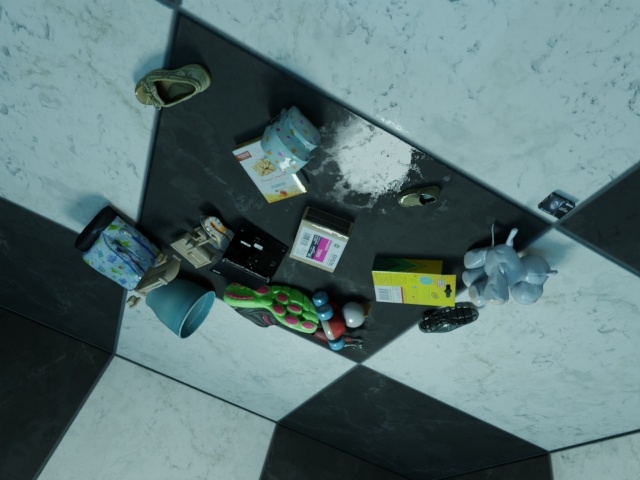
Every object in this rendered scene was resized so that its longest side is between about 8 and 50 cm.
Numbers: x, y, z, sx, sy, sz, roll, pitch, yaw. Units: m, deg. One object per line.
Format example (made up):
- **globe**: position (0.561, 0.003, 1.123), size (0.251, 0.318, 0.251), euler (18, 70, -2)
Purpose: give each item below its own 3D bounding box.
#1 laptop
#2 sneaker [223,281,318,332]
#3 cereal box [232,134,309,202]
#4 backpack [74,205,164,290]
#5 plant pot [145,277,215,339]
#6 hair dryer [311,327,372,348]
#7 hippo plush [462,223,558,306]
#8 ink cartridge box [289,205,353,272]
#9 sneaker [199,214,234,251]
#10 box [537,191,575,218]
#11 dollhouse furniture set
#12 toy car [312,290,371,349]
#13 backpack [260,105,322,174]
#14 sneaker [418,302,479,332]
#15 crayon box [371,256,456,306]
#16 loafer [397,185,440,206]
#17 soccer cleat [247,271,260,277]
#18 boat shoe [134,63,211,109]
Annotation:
- **laptop**: position (-0.308, 0.080, 1.823), size (0.234, 0.136, 0.264), euler (27, 94, -22)
- **sneaker**: position (-0.223, 0.321, 2.024), size (0.482, 0.185, 0.202), euler (17, 147, 20)
- **cereal box**: position (-0.170, -0.250, 1.486), size (0.173, 0.047, 0.240), euler (-13, 129, 30)
- **backpack**: position (-0.900, 0.060, 1.945), size (0.290, 0.273, 0.355), euler (-29, 132, 32)
- **plant pot**: position (-0.708, 0.305, 2.117), size (0.255, 0.272, 0.272), euler (30, 139, 10)
- **hair dryer**: position (0.095, 0.469, 2.101), size (0.293, 0.080, 0.224), euler (8, 155, -6)
- **hippo plush**: position (0.661, 0.103, 1.496), size (0.236, 0.234, 0.294), euler (10, 97, -16)
- **ink cartridge box**: position (0.000, 0.000, 1.661), size (0.193, 0.088, 0.235), euler (20, 137, -1)
- **sneaker**: position (-0.430, -0.037, 1.790), size (0.083, 0.084, 0.215), euler (25, 153, 38)
- **box**: position (0.741, -0.109, 1.339), size (0.083, 0.018, 0.067), euler (26, 138, -8)
- **dollhouse furniture set**: position (-0.603, 0.149, 1.828), size (0.303, 0.356, 0.174), euler (-21, 126, 34)
- **toy car**: position (0.115, 0.334, 1.937), size (0.238, 0.210, 0.219), euler (-20, 116, 0)
- **backpack**: position (-0.090, -0.302, 1.300), size (0.144, 0.188, 0.166), euler (-26, 121, 38)
- **sneaker**: position (0.557, 0.340, 1.838), size (0.267, 0.101, 0.106), euler (-21, 147, 34)
- **crayon box**: position (0.377, 0.168, 1.710), size (0.318, 0.081, 0.202), euler (3, 136, 17)
- **loafer**: position (0.325, -0.143, 1.424), size (0.148, 0.050, 0.056), euler (-16, 127, 32)
- **soccer cleat**: position (-0.282, 0.140, 1.913), size (0.068, 0.076, 0.196), euler (34, 135, -17)
- **boat shoe**: position (-0.478, -0.474, 1.327), size (0.285, 0.089, 0.105), euler (-7, 132, 26)
